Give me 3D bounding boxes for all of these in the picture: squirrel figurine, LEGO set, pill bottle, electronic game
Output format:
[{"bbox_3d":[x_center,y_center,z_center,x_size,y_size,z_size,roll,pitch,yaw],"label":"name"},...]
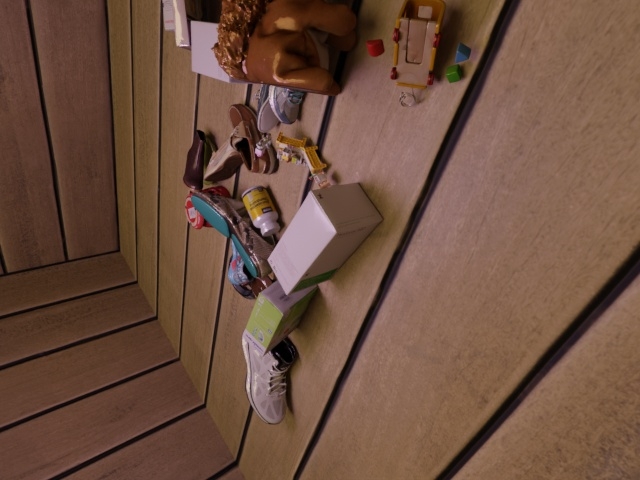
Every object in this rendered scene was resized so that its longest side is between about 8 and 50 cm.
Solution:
[{"bbox_3d":[-0.094,-0.594,1.047,0.396,0.281,0.371,13,108,11],"label":"squirrel figurine"},{"bbox_3d":[-0.071,-0.253,1.337,0.287,0.132,0.107,34,148,12],"label":"LEGO set"},{"bbox_3d":[-0.226,-0.113,1.574,0.103,0.103,0.184,-43,69,49],"label":"pill bottle"},{"bbox_3d":[-0.350,0.163,1.867,0.229,0.048,0.229,17,116,39],"label":"electronic game"}]

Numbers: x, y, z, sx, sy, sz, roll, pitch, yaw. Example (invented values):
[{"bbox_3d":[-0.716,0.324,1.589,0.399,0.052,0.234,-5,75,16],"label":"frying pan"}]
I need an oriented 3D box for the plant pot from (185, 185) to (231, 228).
[{"bbox_3d":[-0.520,-0.150,1.876,0.191,0.174,0.191,18,113,48],"label":"plant pot"}]

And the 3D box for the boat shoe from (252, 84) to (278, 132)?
[{"bbox_3d":[-0.174,-0.498,1.385,0.079,0.095,0.255,44,132,31],"label":"boat shoe"}]

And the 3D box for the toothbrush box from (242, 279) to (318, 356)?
[{"bbox_3d":[-0.152,0.267,1.512,0.122,0.206,0.283,41,132,15],"label":"toothbrush box"}]

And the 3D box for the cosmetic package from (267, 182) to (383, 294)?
[{"bbox_3d":[0.000,0.000,1.258,0.155,0.196,0.365,59,141,19],"label":"cosmetic package"}]

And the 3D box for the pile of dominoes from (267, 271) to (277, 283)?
[{"bbox_3d":[-0.162,0.160,1.639,0.251,0.040,0.196,33,126,41],"label":"pile of dominoes"}]

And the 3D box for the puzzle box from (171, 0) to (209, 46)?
[{"bbox_3d":[-0.492,-0.938,1.529,0.272,0.052,0.409,-77,-13,-70],"label":"puzzle box"}]

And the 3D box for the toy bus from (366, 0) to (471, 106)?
[{"bbox_3d":[0.219,-0.431,0.907,0.202,0.191,0.104,-14,47,52],"label":"toy bus"}]

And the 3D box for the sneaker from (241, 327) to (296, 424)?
[{"bbox_3d":[-0.205,0.581,1.730,0.257,0.169,0.448,-17,86,54],"label":"sneaker"}]

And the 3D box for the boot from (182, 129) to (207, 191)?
[{"bbox_3d":[-0.560,-0.358,1.822,0.207,0.090,0.248,-65,33,34],"label":"boot"}]

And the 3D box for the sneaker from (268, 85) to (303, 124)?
[{"bbox_3d":[-0.086,-0.503,1.267,0.122,0.110,0.283,24,124,35],"label":"sneaker"}]

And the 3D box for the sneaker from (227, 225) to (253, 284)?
[{"bbox_3d":[-0.309,0.061,1.729,0.125,0.104,0.262,1,82,35],"label":"sneaker"}]

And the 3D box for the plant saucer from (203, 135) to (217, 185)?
[{"bbox_3d":[-0.540,-0.383,1.929,0.241,0.037,0.241,22,119,47],"label":"plant saucer"}]

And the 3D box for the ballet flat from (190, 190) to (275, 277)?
[{"bbox_3d":[-0.323,-0.054,1.653,0.483,0.182,0.164,45,151,20],"label":"ballet flat"}]

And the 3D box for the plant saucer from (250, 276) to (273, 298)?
[{"bbox_3d":[-0.247,0.212,1.727,0.168,0.029,0.169,28,132,36],"label":"plant saucer"}]

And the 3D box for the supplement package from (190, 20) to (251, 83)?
[{"bbox_3d":[-0.318,-0.669,1.439,0.293,0.177,0.175,32,126,41],"label":"supplement package"}]

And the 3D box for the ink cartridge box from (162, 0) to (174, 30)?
[{"bbox_3d":[-0.615,-1.028,1.758,0.158,0.092,0.218,28,121,44],"label":"ink cartridge box"}]

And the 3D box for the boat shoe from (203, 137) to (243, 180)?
[{"bbox_3d":[-0.420,-0.342,1.744,0.302,0.109,0.098,-27,72,49],"label":"boat shoe"}]

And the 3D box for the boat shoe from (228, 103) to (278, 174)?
[{"bbox_3d":[-0.279,-0.387,1.533,0.324,0.119,0.122,59,139,19],"label":"boat shoe"}]
